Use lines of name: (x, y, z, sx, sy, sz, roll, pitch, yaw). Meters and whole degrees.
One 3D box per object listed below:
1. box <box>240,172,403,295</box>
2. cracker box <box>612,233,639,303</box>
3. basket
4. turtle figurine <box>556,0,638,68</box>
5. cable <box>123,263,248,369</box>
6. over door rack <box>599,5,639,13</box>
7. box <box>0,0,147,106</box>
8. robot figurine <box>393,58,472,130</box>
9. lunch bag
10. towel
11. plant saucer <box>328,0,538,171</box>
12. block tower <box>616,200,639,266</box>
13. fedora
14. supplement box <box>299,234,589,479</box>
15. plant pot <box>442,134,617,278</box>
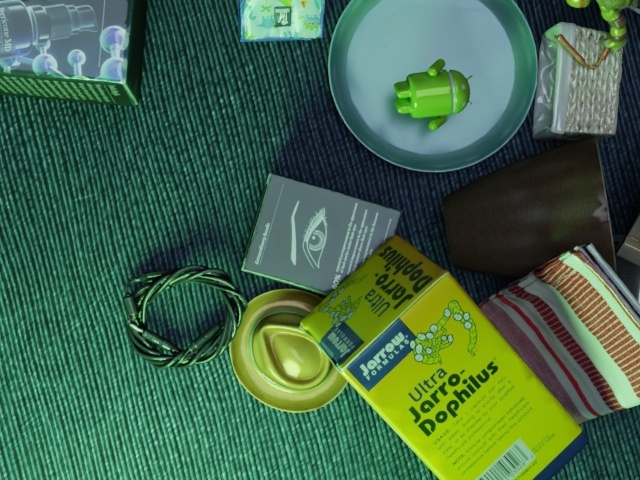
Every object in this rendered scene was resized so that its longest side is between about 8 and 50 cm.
box: (0.000, 0.000, 1.804, 0.207, 0.108, 0.153, 17, 88, -2)
cracker box: (0.467, 0.107, 1.805, 0.067, 0.156, 0.232, 8, 89, -6)
basket: (0.385, -0.232, 1.830, 0.103, 0.113, 0.167, 5, 89, -5)
turtle figurine: (0.422, -0.380, 1.696, 0.217, 0.087, 0.269, -24, 118, -3)
cable: (-0.198, 0.113, 1.809, 0.184, 0.047, 0.151, -7, 86, 5)
over door rack: (0.590, -0.387, 1.775, 0.324, 0.108, 0.239, 34, 86, 32)
box: (-0.448, -0.363, 1.735, 0.395, 0.212, 0.294, 4, 88, -4)
robot figurine: (0.167, -0.215, 1.797, 0.115, 0.067, 0.101, -6, 116, -4)
lunch bag: (-0.061, -0.372, 1.821, 0.128, 0.096, 0.151, -3, 103, -6)
towel: (0.357, 0.143, 1.714, 0.037, 0.329, 0.237, -37, 87, -24)
plant saucer: (0.168, -0.260, 1.853, 0.317, 0.044, 0.318, 0, 88, -3)
block tower: (0.526, -0.097, 1.751, 0.091, 0.097, 0.335, 26, 53, 9)
fedora: (-0.041, 0.164, 1.812, 0.194, 0.079, 0.194, 0, 88, -3)
supplement box: (0.172, 0.198, 1.710, 0.195, 0.194, 0.356, -43, 114, -3)
plant pot: (0.301, -0.029, 1.792, 0.230, 0.215, 0.215, -9, 89, 11)
